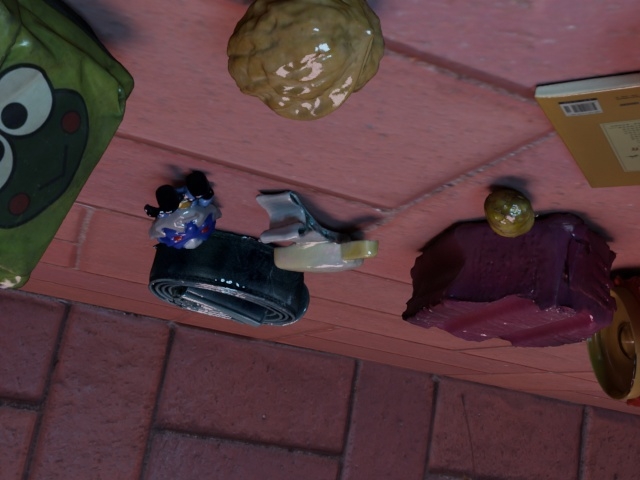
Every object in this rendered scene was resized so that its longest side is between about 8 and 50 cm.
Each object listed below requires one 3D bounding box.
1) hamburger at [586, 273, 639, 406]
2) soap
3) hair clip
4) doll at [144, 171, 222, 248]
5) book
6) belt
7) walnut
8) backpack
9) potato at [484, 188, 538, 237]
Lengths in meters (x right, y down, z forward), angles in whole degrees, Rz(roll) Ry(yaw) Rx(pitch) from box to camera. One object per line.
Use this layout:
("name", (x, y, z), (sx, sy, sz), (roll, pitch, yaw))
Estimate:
("hamburger", (0.431, 0.128, 0.906), (0.136, 0.175, 0.175), (-3, 166, -3))
("soap", (0.224, 0.053, 0.833), (0.182, 0.112, 0.289), (11, 166, -8))
("hair clip", (0.003, 0.002, 0.889), (0.159, 0.071, 0.218), (0, 167, 24))
("doll", (-0.166, -0.030, 0.869), (0.096, 0.070, 0.195), (-19, 167, -14))
("book", (0.240, -0.077, 0.522), (0.118, 0.012, 0.172), (0, 162, 34))
("belt", (-0.136, 0.068, 1.117), (0.267, 0.116, 0.206), (18, 159, -21))
("walnut", (-0.008, -0.113, 0.421), (0.096, 0.083, 0.079), (-4, -171, 39))
("backpack", (-0.252, -0.093, 0.431), (0.140, 0.207, 0.253), (15, 164, 36))
("potato", (0.182, -0.028, 0.688), (0.045, 0.046, 0.092), (-33, 162, 14))
